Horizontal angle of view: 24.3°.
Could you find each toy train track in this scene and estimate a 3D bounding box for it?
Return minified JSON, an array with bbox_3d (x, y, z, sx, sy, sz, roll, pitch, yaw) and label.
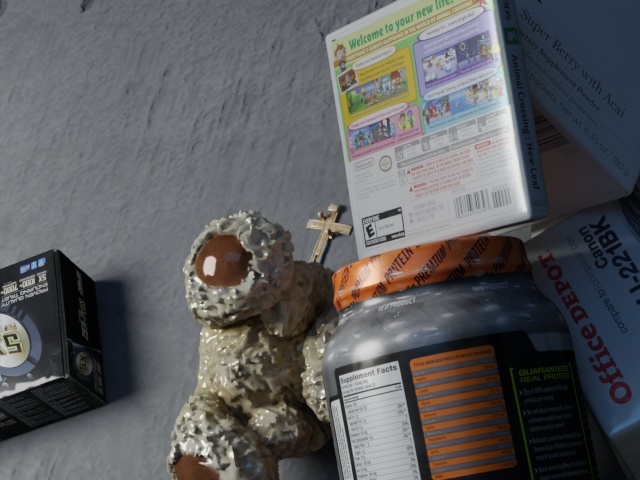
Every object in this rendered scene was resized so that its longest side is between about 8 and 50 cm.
[{"bbox_3d":[0.000,0.000,1.429,0.048,0.014,0.083,9,67,29],"label":"toy train track"}]

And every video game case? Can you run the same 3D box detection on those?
[{"bbox_3d":[0.084,-0.094,1.145,0.212,0.023,0.193,-16,80,55],"label":"video game case"}]

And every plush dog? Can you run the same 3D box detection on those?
[{"bbox_3d":[0.007,0.110,1.289,0.225,0.210,0.262,7,93,12],"label":"plush dog"}]

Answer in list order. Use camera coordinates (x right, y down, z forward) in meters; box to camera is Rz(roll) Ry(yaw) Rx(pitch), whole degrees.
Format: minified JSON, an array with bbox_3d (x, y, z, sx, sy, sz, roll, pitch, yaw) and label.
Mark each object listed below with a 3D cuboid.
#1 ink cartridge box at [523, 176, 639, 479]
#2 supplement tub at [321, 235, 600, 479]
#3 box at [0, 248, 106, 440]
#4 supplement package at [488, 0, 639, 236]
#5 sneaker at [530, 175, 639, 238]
[{"bbox_3d":[0.316,0.040,1.199,0.273,0.114,0.197,-30,54,7],"label":"ink cartridge box"},{"bbox_3d":[0.109,0.166,1.119,0.194,0.193,0.316,-13,79,18],"label":"supplement tub"},{"bbox_3d":[-0.313,0.112,1.469,0.180,0.077,0.147,-19,57,13],"label":"box"},{"bbox_3d":[0.199,-0.181,1.271,0.175,0.177,0.293,-20,34,54],"label":"supplement package"},{"bbox_3d":[0.264,-0.063,1.318,0.212,0.080,0.094,-35,42,-6],"label":"sneaker"}]
